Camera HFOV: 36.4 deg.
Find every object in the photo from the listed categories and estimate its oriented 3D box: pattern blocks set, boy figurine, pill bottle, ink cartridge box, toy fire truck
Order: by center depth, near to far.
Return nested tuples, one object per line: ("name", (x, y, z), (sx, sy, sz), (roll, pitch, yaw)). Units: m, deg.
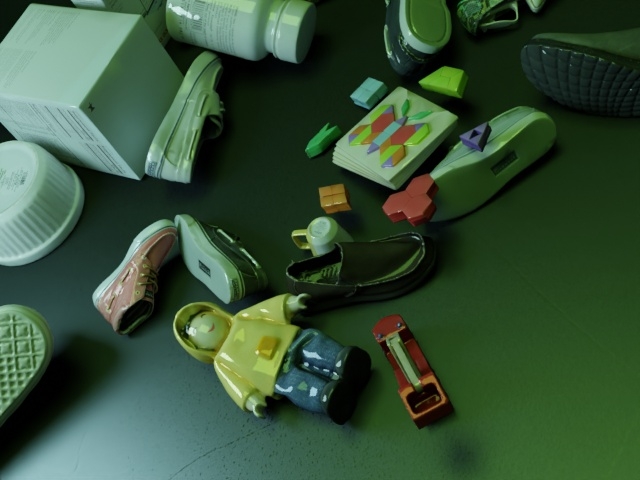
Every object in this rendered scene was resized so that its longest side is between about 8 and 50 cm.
("toy fire truck", (0.109, 0.155, 1.182), (0.047, 0.135, 0.192), (-30, 51, 3))
("boy figurine", (-0.072, 0.143, 1.302), (0.285, 0.092, 0.177), (19, 74, 30))
("pattern blocks set", (0.105, -0.148, 1.404), (0.325, 0.026, 0.285), (17, 63, 51))
("pill bottle", (-0.130, -0.373, 1.628), (0.229, 0.131, 0.131), (16, 64, 11))
("ink cartridge box", (-0.345, -0.420, 1.742), (0.082, 0.190, 0.139), (13, 65, 29))

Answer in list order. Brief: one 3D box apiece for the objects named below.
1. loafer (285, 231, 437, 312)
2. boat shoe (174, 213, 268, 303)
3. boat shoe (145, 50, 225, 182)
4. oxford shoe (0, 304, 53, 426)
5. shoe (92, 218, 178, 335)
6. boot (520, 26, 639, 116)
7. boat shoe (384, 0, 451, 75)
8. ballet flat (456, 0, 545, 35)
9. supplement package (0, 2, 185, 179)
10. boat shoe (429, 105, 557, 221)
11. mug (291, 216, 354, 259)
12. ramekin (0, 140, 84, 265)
("loafer", (0.051, 0.039, 1.324), (0.220, 0.078, 0.080), (-20, 52, 11))
("boat shoe", (-0.150, 0.023, 1.437), (0.070, 0.078, 0.219), (-15, 36, -27))
("boat shoe", (-0.200, -0.202, 1.598), (0.088, 0.096, 0.267), (19, 51, 1))
("oxford shoe", (-0.557, 0.267, 1.422), (0.449, 0.169, 0.130), (-46, 10, 0))
("shoe", (-0.262, 0.057, 1.455), (0.178, 0.063, 0.081), (-49, 54, 7))
("boot", (0.467, -0.283, 1.350), (0.338, 0.118, 0.223), (14, 61, 19))
("boat shoe", (0.153, -0.396, 1.559), (0.114, 0.091, 0.302), (24, 53, -14))
("ballet flat", (0.307, -0.372, 1.509), (0.188, 0.070, 0.070), (-24, 51, 10))
("supplement package", (-0.400, -0.254, 1.649), (0.263, 0.198, 0.199), (13, 64, 31))
("boat shoe", (0.220, -0.110, 1.361), (0.227, 0.079, 0.081), (-34, 31, 1))
("mug", (0.003, 0.002, 1.380), (0.078, 0.064, 0.062), (-26, 52, 7))
("ramekin", (-0.513, -0.071, 1.634), (0.207, 0.109, 0.207), (-12, 53, 17))
